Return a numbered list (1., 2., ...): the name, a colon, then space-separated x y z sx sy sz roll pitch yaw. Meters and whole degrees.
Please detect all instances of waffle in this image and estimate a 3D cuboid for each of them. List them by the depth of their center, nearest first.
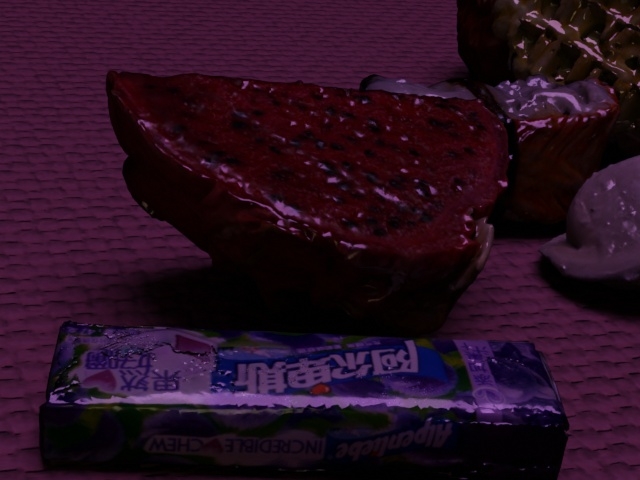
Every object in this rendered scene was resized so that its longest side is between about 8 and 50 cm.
1. waffle: 0.330 -0.248 1.308 0.317 0.297 0.073 -5 -15 2

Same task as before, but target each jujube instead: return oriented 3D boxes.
1. jujube: 0.259 -0.249 1.470 0.213 0.213 0.232 5 26 -7

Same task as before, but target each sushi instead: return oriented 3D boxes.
1. sushi: 0.130 -0.081 1.139 0.332 0.124 0.130 -1 28 -21

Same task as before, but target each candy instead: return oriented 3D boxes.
1. candy: -0.010 0.097 0.787 0.312 0.061 0.088 4 27 -8

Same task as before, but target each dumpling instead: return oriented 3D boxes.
1. dumpling: 0.265 -0.004 1.050 0.176 0.092 0.150 17 48 31

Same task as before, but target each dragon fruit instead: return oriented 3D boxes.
1. dragon fruit: 0.000 0.000 0.927 0.317 0.152 0.205 3 36 -25

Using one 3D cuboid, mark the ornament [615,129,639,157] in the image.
1. ornament: 0.402 -0.120 1.323 0.201 0.059 0.180 -14 58 10
